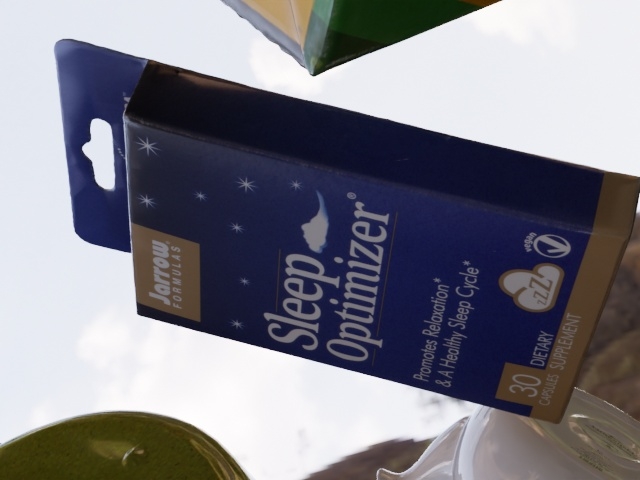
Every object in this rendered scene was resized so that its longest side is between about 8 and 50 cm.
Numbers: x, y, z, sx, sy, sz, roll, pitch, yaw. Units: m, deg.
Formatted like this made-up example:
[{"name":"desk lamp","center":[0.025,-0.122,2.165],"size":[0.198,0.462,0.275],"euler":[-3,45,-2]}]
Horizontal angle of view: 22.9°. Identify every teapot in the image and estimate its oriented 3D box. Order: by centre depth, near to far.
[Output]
[{"name":"teapot","center":[0.221,0.257,1.422],"size":[0.252,0.187,0.256],"euler":[19,-163,-28]}]

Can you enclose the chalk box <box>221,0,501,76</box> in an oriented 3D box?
[{"name":"chalk box","center":[0.060,-0.209,0.516],"size":[0.289,0.179,0.180],"euler":[-27,-125,-35]}]

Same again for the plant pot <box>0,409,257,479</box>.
[{"name":"plant pot","center":[-0.059,0.280,0.793],"size":[0.353,0.366,0.366],"euler":[58,-146,-38]}]

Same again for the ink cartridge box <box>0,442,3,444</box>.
[{"name":"ink cartridge box","center":[-0.338,0.244,1.000],"size":[0.307,0.072,0.303],"euler":[24,-125,-42]}]

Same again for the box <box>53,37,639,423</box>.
[{"name":"box","center":[0.000,0.000,0.625],"size":[0.136,0.225,0.036],"euler":[95,-168,-54]}]
